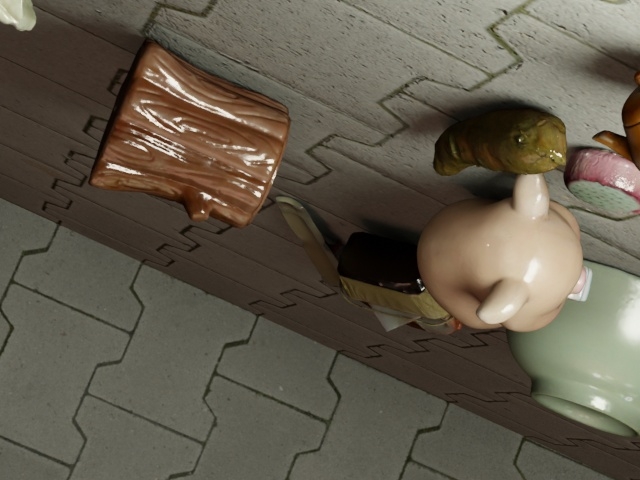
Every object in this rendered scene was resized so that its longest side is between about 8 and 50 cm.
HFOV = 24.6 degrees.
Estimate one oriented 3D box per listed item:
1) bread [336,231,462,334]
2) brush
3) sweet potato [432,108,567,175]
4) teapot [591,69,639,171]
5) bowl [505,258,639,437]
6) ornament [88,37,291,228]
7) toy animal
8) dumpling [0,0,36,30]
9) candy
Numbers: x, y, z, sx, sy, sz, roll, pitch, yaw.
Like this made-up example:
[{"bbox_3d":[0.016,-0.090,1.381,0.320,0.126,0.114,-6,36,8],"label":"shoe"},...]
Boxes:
[{"bbox_3d":[0.140,0.077,2.380,0.224,0.142,0.212,15,163,31],"label":"bread"},{"bbox_3d":[0.000,0.000,2.553,0.060,0.050,0.321,20,161,27],"label":"brush"},{"bbox_3d":[0.189,-0.108,1.630,0.075,0.075,0.273,28,170,-22],"label":"sweet potato"},{"bbox_3d":[0.320,-0.112,1.302,0.116,0.116,0.173,29,140,-27],"label":"teapot"},{"bbox_3d":[0.422,0.174,2.163,0.354,0.185,0.354,22,169,5],"label":"bowl"},{"bbox_3d":[-0.167,-0.127,1.902,0.218,0.221,0.235,22,142,-11],"label":"ornament"},{"bbox_3d":[0.242,0.035,1.876,0.213,0.195,0.256,20,168,-28],"label":"toy animal"},{"bbox_3d":[-0.357,-0.336,1.484,0.258,0.147,0.193,62,-178,-36],"label":"dumpling"},{"bbox_3d":[0.321,-0.065,1.629,0.103,0.043,0.103,22,168,5],"label":"candy"}]
